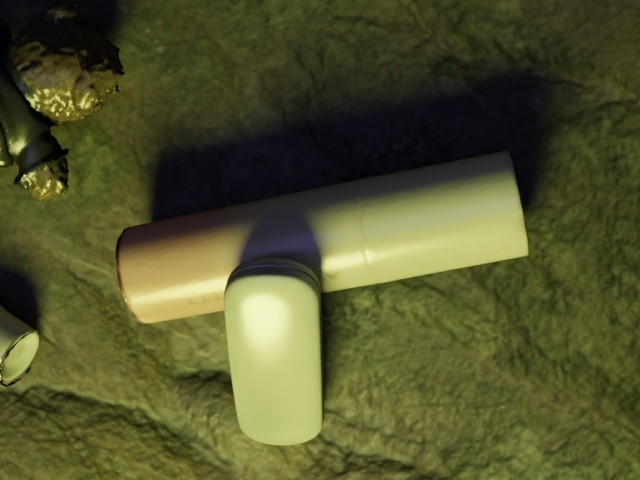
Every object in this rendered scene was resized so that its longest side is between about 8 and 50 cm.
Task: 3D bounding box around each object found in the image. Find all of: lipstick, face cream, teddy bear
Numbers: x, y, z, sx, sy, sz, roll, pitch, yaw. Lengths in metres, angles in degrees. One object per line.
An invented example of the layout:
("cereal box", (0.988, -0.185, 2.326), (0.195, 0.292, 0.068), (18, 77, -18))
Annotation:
("lipstick", (0.000, 0.000, 0.727), (0.327, 0.087, 0.087), (-11, 92, 11))
("face cream", (-0.367, 0.048, 0.812), (0.244, 0.058, 0.092), (29, 102, 13))
("teddy bear", (-0.284, -0.102, 0.747), (0.251, 0.129, 0.182), (-32, 90, 11))

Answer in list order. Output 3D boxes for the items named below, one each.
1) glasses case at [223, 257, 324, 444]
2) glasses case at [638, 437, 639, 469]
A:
("glasses case", (-0.035, 0.096, 0.718), (0.076, 0.049, 0.197), (-1, 128, 3))
("glasses case", (0.375, 0.249, 0.618), (0.371, 0.141, 0.173), (42, 107, -8))
